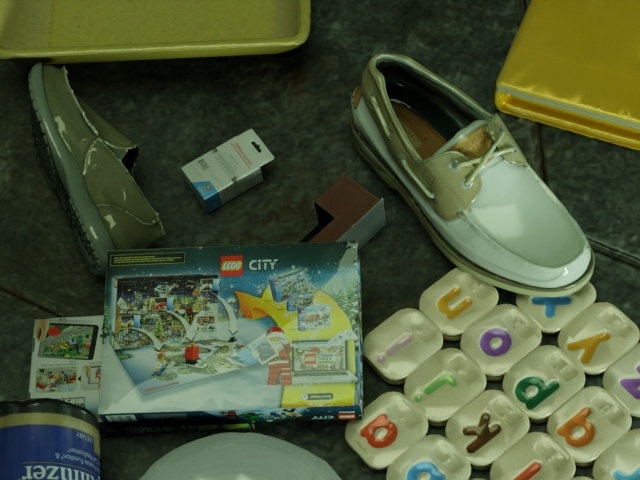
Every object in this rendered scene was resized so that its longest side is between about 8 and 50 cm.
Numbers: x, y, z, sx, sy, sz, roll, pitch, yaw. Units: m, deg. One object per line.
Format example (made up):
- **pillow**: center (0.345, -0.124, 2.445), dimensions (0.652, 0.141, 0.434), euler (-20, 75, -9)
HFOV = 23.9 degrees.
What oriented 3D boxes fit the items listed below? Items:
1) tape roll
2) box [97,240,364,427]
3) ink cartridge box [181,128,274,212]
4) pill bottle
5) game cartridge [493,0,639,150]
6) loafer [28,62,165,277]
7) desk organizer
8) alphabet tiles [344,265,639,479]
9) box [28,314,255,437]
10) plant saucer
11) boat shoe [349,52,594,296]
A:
- **tape roll**: center (-0.068, 0.276, 1.286), dimensions (0.219, 0.072, 0.219), euler (-2, 60, 3)
- **box**: center (-0.079, 0.084, 1.365), dimensions (0.233, 0.044, 0.159), euler (-2, 65, 4)
- **ink cartridge box**: center (-0.091, -0.070, 1.517), dimensions (0.083, 0.028, 0.048), euler (-31, 62, -12)
- **pill bottle**: center (-0.244, 0.255, 1.285), dimensions (0.123, 0.123, 0.219), euler (-8, 59, 1)
- **game cartridge**: center (0.364, -0.231, 1.561), dimensions (0.285, 0.052, 0.323), euler (18, 60, 15)
- **loafer**: center (-0.226, -0.076, 1.508), dimensions (0.087, 0.094, 0.251), euler (-17, 63, -18)
- **desk organizer**: center (0.000, 0.000, 1.457), dimensions (0.050, 0.047, 0.130), euler (38, 69, 26)
- **alphabet tiles**: center (0.176, 0.150, 1.366), dimensions (0.278, 0.021, 0.284), euler (-37, 63, -18)
- **box**: center (-0.165, 0.123, 1.405), dimensions (0.207, 0.036, 0.114), euler (-3, 59, 4)
- **plant saucer**: center (-0.172, -0.314, 1.639), dimensions (0.333, 0.081, 0.332), euler (-2, 59, 4)
- **boat shoe**: center (0.136, -0.064, 1.437), dimensions (0.113, 0.103, 0.302), euler (-37, 61, -24)
